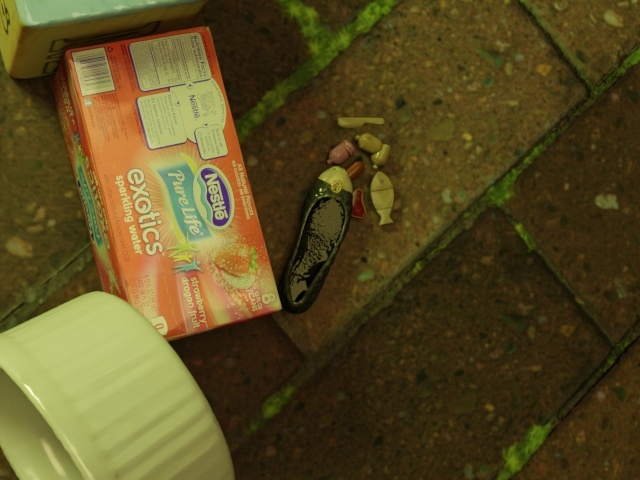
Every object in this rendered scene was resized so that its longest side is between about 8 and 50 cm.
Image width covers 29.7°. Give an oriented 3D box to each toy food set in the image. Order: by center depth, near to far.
[{"bbox_3d":[0.044,-0.078,1.374,0.078,0.019,0.122,-1,91,-18],"label":"toy food set"}]

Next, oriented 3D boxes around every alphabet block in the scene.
[{"bbox_3d":[-0.236,-0.288,1.214,0.193,0.197,0.192,-13,86,-20],"label":"alphabet block"}]

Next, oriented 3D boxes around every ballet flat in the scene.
[{"bbox_3d":[0.000,0.000,1.326,0.058,0.049,0.173,19,80,-9],"label":"ballet flat"}]

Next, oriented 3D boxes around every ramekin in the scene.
[{"bbox_3d":[-0.202,0.182,1.129,0.135,0.277,0.277,-32,94,-26],"label":"ramekin"}]

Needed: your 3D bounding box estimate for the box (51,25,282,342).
[{"bbox_3d":[-0.161,-0.049,1.235,0.154,0.142,0.299,-15,88,-19],"label":"box"}]
